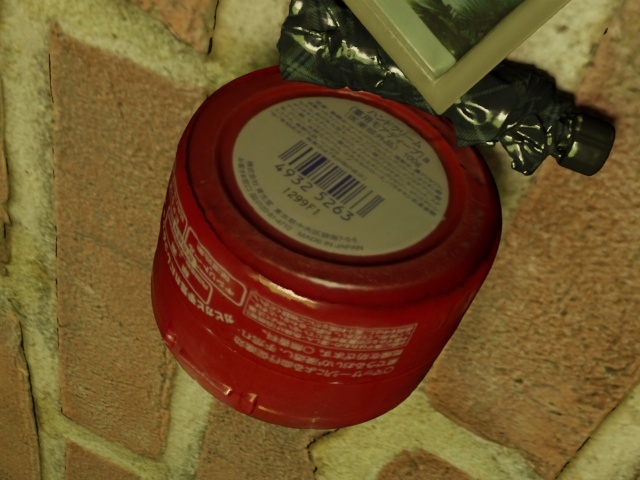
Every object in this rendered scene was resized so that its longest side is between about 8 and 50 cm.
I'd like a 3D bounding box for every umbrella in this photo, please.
[{"bbox_3d":[0.083,-0.106,0.643,0.224,0.071,0.080,24,157,3],"label":"umbrella"}]

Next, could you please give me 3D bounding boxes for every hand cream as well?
[{"bbox_3d":[0.000,0.000,0.684,0.230,0.230,0.149,28,140,8],"label":"hand cream"}]

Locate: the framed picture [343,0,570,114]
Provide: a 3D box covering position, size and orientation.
[{"bbox_3d":[0.031,-0.244,0.515,0.315,0.024,0.232,51,140,1],"label":"framed picture"}]
